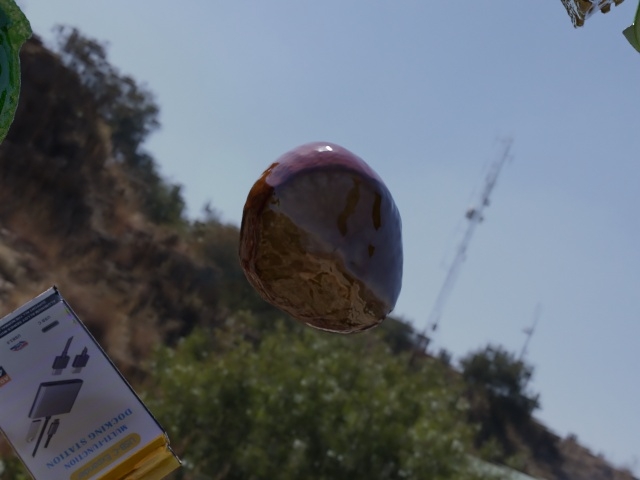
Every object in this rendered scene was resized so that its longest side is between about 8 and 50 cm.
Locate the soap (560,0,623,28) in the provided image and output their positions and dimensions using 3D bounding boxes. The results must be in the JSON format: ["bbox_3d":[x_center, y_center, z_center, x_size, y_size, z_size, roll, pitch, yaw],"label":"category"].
[{"bbox_3d":[0.314,-0.303,0.970,0.091,0.315,0.199,54,10,3],"label":"soap"}]

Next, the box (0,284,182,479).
[{"bbox_3d":[-0.254,0.162,1.204,0.247,0.129,0.033,45,-21,30],"label":"box"}]

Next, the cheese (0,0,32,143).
[{"bbox_3d":[-0.390,-0.115,1.013,0.204,0.320,0.083,56,1,-15],"label":"cheese"}]

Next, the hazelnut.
[{"bbox_3d":[-0.010,0.003,1.314,0.210,0.210,0.186,21,29,20],"label":"hazelnut"}]

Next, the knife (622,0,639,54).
[{"bbox_3d":[0.136,-0.167,0.559,0.166,0.078,0.022,53,-8,-9],"label":"knife"}]
